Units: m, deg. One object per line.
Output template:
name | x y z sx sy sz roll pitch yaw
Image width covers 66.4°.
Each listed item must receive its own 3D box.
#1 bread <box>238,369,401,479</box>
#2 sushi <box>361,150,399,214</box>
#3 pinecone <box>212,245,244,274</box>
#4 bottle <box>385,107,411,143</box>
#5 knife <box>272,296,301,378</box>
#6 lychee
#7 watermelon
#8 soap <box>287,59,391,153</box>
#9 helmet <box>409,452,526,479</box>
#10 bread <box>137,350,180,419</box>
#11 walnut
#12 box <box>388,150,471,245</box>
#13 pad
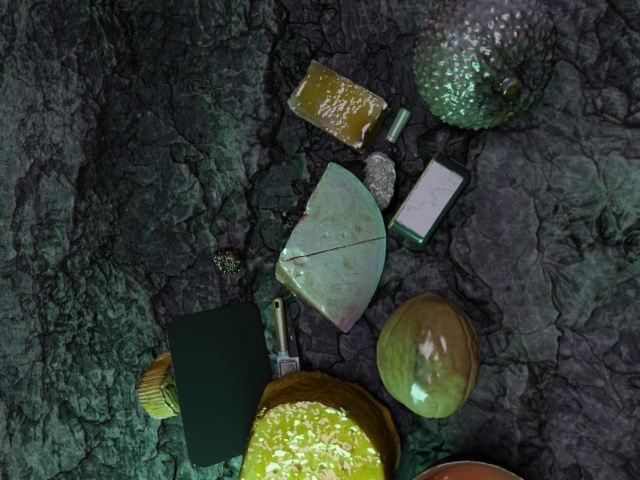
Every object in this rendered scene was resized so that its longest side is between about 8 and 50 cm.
bread | -0.007 0.509 1.127 0.398 0.215 0.398 0 91 10
sushi | 0.141 -0.132 1.161 0.090 0.078 0.150 2 89 14
pinecone | -0.246 0.051 1.303 0.083 0.077 0.077 13 94 46
bottle | 0.187 -0.275 1.173 0.030 0.030 0.083 30 100 18
knife | -0.084 0.315 1.260 0.061 0.027 0.343 -7 87 15
lychee | 0.324 -0.373 0.984 0.300 0.300 0.300 0 89 20
watermelon | -0.002 0.003 1.153 0.292 0.319 0.222 -56 36 -6
soap | 0.042 -0.327 1.203 0.233 0.076 0.135 35 99 18
helmet | 0.307 0.598 1.005 0.337 0.230 0.385 40 101 15
bread | -0.394 0.375 1.285 0.114 0.190 0.132 -20 110 23
walnut | 0.232 0.240 1.047 0.225 0.225 0.261 -3 89 20
box | 0.248 -0.086 1.089 0.090 0.144 0.201 34 99 13
pad | -0.280 0.365 1.246 0.063 0.315 0.375 -23 77 63
